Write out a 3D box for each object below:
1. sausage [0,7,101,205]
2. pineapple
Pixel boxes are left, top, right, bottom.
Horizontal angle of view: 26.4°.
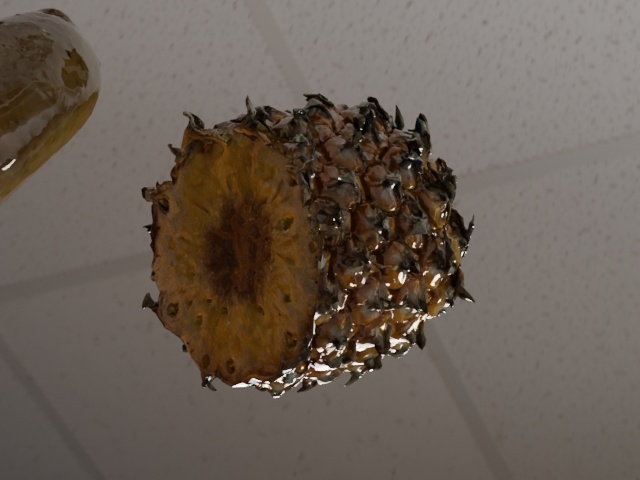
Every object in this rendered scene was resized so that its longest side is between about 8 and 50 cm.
[{"bbox_3d":[-0.321,-0.027,0.876,0.123,0.501,0.136,-22,-82,46],"label":"sausage"},{"bbox_3d":[-0.001,-0.002,1.504,0.352,0.300,0.352,15,-68,43],"label":"pineapple"}]
